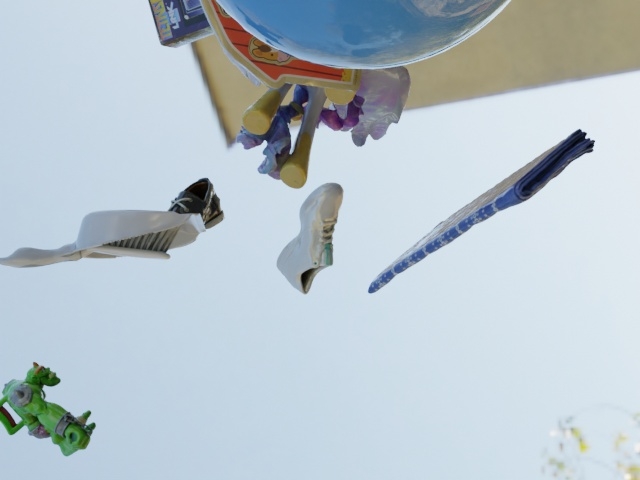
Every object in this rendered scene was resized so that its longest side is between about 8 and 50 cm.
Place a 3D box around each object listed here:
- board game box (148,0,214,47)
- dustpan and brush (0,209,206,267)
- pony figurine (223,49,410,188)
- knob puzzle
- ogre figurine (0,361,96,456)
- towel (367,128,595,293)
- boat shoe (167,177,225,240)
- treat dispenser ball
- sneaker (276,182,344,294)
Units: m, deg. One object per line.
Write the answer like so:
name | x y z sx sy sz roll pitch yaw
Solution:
board game box | -0.150 -0.340 1.499 0.048 0.141 0.170 -13 -92 -66
dustpan and brush | -0.229 0.003 1.267 0.147 0.211 0.060 108 165 -82
pony figurine | 0.000 -0.252 1.715 0.351 0.303 0.363 120 173 -48
knob puzzle | -0.035 -0.254 1.271 0.213 0.030 0.213 -3 -83 -21
ogre figurine | -0.367 0.230 1.621 0.118 0.097 0.197 41 -176 -13
towel | 0.237 -0.038 1.806 0.040 0.336 0.243 54 -136 0
boat shoe | -0.231 -0.040 2.002 0.233 0.084 0.079 -45 -48 -63
treat dispenser ball | 0.031 -0.270 0.889 0.288 0.288 0.288 25 -118 -60
sneaker | 0.000 0.000 2.120 0.080 0.212 0.094 -1 -139 -36
